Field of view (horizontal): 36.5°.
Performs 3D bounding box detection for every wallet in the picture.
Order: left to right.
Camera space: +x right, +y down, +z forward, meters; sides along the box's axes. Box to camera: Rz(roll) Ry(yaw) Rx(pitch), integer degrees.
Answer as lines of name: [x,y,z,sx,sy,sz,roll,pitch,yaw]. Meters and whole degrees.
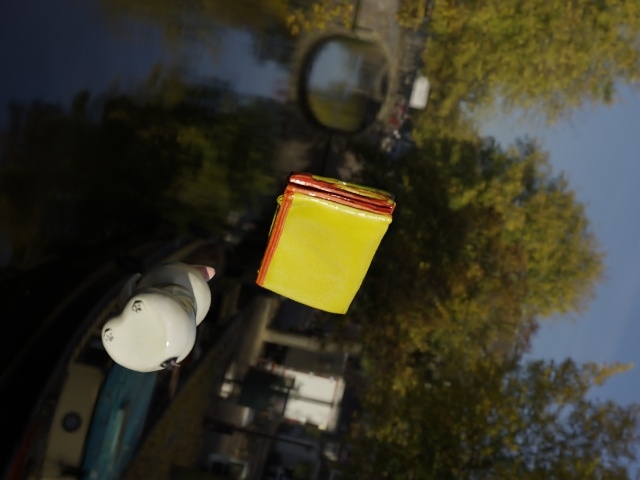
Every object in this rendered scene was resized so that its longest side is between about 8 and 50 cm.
wallet: [0.000,0.000,1.248,0.241,0.141,0.067,113,-8,-55]

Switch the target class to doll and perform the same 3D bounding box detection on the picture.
doll: [-0.197,0.088,1.202,0.110,0.107,0.180,-43,-166,20]
